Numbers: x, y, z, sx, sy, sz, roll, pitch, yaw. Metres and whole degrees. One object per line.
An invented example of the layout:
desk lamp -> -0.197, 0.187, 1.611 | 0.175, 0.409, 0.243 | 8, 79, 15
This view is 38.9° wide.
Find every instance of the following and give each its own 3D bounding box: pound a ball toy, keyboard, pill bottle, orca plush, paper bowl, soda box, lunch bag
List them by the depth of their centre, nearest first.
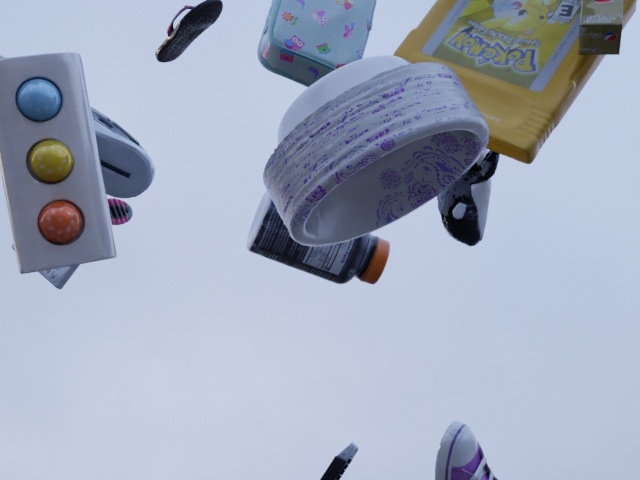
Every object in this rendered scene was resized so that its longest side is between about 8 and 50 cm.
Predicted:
paper bowl -> 0.059, -0.124, 1.158 | 0.284, 0.148, 0.284 | -26, -16, -8
pound a ball toy -> -0.387, -0.070, 1.176 | 0.208, 0.319, 0.135 | -10, 1, -18
soda box -> 0.404, -0.351, 1.297 | 0.058, 0.181, 0.061 | 4, -32, 16
orca plush -> 0.208, -0.136, 1.409 | 0.102, 0.287, 0.151 | 12, -9, -10
pill bottle -> 0.000, 0.000, 1.637 | 0.245, 0.131, 0.130 | 21, -29, -11
keyboard -> -0.032, 0.518, 1.666 | 0.033, 0.317, 0.201 | 34, 15, 16
lunch bag -> -0.009, -0.453, 1.891 | 0.224, 0.279, 0.108 | 19, -31, -9

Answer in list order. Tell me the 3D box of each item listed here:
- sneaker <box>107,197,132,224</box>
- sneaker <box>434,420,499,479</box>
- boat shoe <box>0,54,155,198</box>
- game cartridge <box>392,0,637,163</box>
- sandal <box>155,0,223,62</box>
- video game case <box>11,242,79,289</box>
sneaker -> -0.369, -0.039, 1.487 | 0.119, 0.047, 0.057 | -10, -3, -32
sneaker -> 0.274, 0.409, 1.412 | 0.161, 0.102, 0.282 | 5, -59, 34
boat shoe -> -0.400, -0.166, 1.328 | 0.335, 0.121, 0.119 | 34, 5, -17
game cartridge -> 0.274, -0.292, 1.377 | 0.285, 0.324, 0.053 | 26, -21, 30
sandal -> -0.232, -0.365, 1.541 | 0.067, 0.040, 0.179 | -12, -15, -45
video game case -> -0.445, -0.015, 1.561 | 0.143, 0.157, 0.019 | 34, -4, 31
